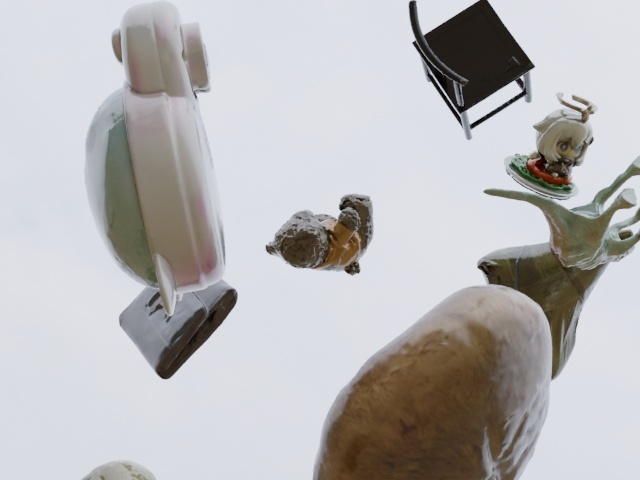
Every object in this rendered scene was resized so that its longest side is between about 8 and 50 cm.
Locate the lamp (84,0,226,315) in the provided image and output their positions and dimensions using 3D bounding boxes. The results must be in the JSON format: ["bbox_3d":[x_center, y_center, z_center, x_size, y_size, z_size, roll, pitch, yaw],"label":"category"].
[{"bbox_3d":[-0.135,-0.067,0.813,0.108,0.179,0.245,-5,-87,-8],"label":"lamp"}]

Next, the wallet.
[{"bbox_3d":[-0.241,0.114,1.674,0.049,0.182,0.229,45,-7,-32],"label":"wallet"}]

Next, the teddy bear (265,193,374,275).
[{"bbox_3d":[0.000,0.000,1.805,0.190,0.140,0.177,-3,-14,-39],"label":"teddy bear"}]

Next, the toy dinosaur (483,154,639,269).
[{"bbox_3d":[0.394,-0.032,1.497,0.393,0.092,0.205,-1,-37,-38],"label":"toy dinosaur"}]

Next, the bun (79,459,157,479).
[{"bbox_3d":[-0.310,0.386,1.415,0.113,0.166,0.173,33,-85,-31],"label":"bun"}]

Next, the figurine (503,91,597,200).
[{"bbox_3d":[0.370,-0.158,1.579,0.132,0.132,0.153,21,-64,0],"label":"figurine"}]

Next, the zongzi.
[{"bbox_3d":[0.430,0.118,1.749,0.275,0.125,0.250,-12,-85,29],"label":"zongzi"}]

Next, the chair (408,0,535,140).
[{"bbox_3d":[0.229,-0.278,1.549,0.141,0.154,0.260,-32,-17,3],"label":"chair"}]

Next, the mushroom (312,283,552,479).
[{"bbox_3d":[0.109,0.166,0.892,0.146,0.278,0.278,41,-32,41],"label":"mushroom"}]
